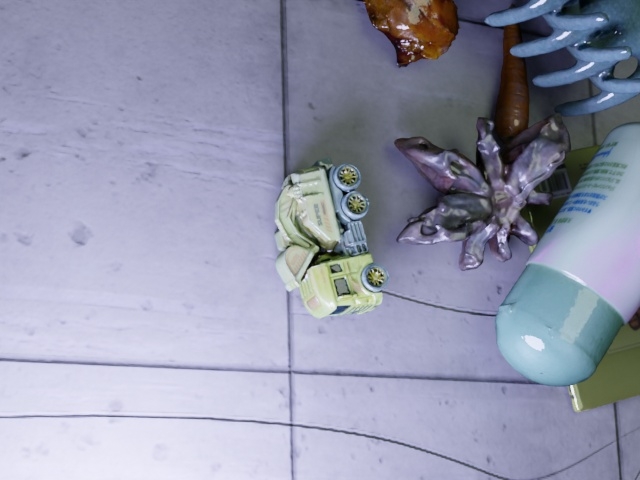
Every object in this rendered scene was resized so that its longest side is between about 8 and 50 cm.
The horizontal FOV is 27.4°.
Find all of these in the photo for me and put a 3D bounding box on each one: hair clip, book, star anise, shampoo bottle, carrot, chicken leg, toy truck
[{"bbox_3d":[0.358,-0.349,1.741,0.318,0.392,0.238,48,61,-30],"label":"hair clip"},{"bbox_3d":[0.400,0.042,1.824,0.239,0.035,0.352,-10,84,-28],"label":"book"},{"bbox_3d":[0.210,-0.061,1.700,0.257,0.110,0.199,-5,92,-23],"label":"star anise"},{"bbox_3d":[0.352,0.027,1.679,0.151,0.222,0.350,36,80,-5],"label":"shampoo bottle"},{"bbox_3d":[0.266,-0.233,1.818,0.048,0.048,0.216,15,66,-25],"label":"carrot"},{"bbox_3d":[0.067,-0.362,1.716,0.113,0.093,0.304,-42,95,-19],"label":"chicken leg"},{"bbox_3d":[0.000,0.000,1.582,0.116,0.085,0.191,-11,80,-21],"label":"toy truck"}]
